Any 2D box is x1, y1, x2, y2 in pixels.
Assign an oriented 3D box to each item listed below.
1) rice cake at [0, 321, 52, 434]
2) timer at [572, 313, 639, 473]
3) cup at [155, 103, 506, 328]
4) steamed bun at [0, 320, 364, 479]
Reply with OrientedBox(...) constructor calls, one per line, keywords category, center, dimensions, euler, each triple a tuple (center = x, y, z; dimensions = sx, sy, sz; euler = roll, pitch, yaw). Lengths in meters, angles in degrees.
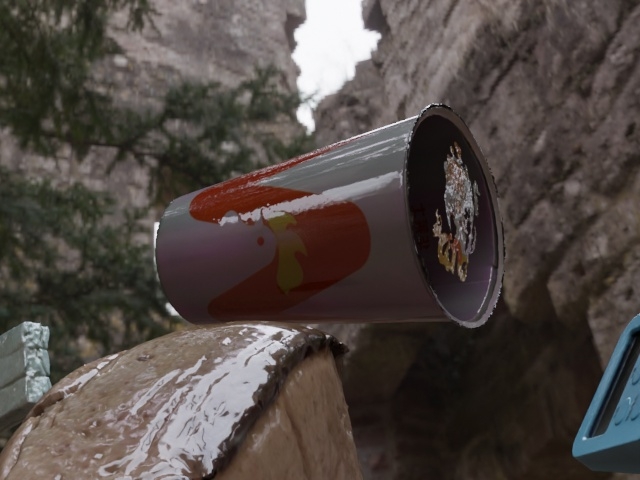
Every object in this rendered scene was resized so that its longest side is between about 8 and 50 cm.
OrientedBox(category="rice cake", center=(-0.400, 0.186, 1.325), dimensions=(0.038, 0.124, 0.211), euler=(19, -43, -41))
OrientedBox(category="timer", center=(0.420, 0.179, 1.383), dimensions=(0.091, 0.232, 0.250), euler=(33, -21, -11))
OrientedBox(category="cup", center=(0.000, 0.000, 0.999), dimensions=(0.288, 0.203, 0.203), euler=(-9, -41, 31))
OrientedBox(category="steamed bun", center=(-0.092, 0.183, 0.641), dimensions=(0.199, 0.301, 0.251), euler=(-7, -80, 19))
